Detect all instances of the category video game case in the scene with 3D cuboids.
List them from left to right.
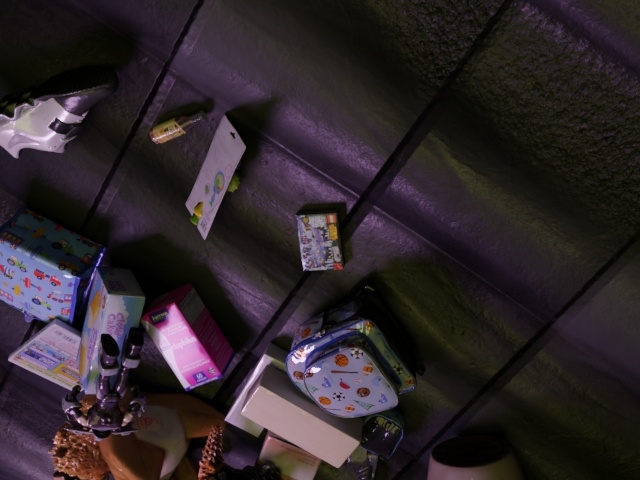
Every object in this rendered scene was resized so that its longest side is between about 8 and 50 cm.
[{"bbox_3d":[-0.643,0.298,1.738,0.193,0.023,0.212,-35,128,22],"label":"video game case"}]

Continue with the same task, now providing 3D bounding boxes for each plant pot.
[{"bbox_3d":[0.368,0.619,1.591,0.323,0.323,0.280,-9,94,15],"label":"plant pot"}]

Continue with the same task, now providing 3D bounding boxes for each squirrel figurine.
[{"bbox_3d":[-0.489,0.566,1.774,0.397,0.281,0.370,28,127,14],"label":"squirrel figurine"}]

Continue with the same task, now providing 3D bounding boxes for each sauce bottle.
[{"bbox_3d":[-0.305,-0.246,1.465,0.128,0.042,0.042,-20,108,20],"label":"sauce bottle"}]

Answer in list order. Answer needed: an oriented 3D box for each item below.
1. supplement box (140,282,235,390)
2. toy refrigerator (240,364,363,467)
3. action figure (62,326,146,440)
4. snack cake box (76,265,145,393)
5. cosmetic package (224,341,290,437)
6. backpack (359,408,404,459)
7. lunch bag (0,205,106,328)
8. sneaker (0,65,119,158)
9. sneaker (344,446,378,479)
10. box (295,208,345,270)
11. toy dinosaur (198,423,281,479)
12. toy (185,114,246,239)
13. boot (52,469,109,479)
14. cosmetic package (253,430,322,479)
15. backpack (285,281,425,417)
[{"bbox_3d":[-0.316,0.230,1.638,0.111,0.114,0.220,-24,105,20],"label":"supplement box"},{"bbox_3d":[-0.041,0.411,1.609,0.269,0.094,0.102,30,115,-6],"label":"toy refrigerator"},{"bbox_3d":[-0.473,0.341,1.543,0.185,0.099,0.285,4,115,-39],"label":"action figure"},{"bbox_3d":[-0.499,0.212,1.615,0.089,0.152,0.264,8,109,-30],"label":"snack cake box"},{"bbox_3d":[-0.141,0.370,1.691,0.099,0.060,0.239,29,116,-6],"label":"cosmetic package"},{"bbox_3d":[0.148,0.453,1.656,0.105,0.084,0.114,28,119,2],"label":"backpack"},{"bbox_3d":[-0.680,0.103,1.659,0.221,0.138,0.293,27,125,-4],"label":"lunch bag"},{"bbox_3d":[-0.560,-0.271,1.479,0.331,0.122,0.146,-15,128,16],"label":"sneaker"},{"bbox_3d":[0.100,0.567,1.737,0.089,0.051,0.170,10,110,7],"label":"sneaker"},{"bbox_3d":[0.000,0.000,1.519,0.094,0.027,0.137,-3,112,12],"label":"box"},{"bbox_3d":[-0.224,0.597,1.627,0.218,0.164,0.322,2,131,27],"label":"toy dinosaur"},{"bbox_3d":[-0.212,-0.132,1.473,0.056,0.137,0.237,10,122,-39],"label":"toy"},{"bbox_3d":[-0.656,0.718,1.945,0.197,0.073,0.152,-7,111,27],"label":"boot"},{"bbox_3d":[-0.096,0.589,1.741,0.153,0.129,0.296,20,116,2],"label":"cosmetic package"},{"bbox_3d":[0.061,0.273,1.538,0.263,0.213,0.276,-23,110,31],"label":"backpack"}]
